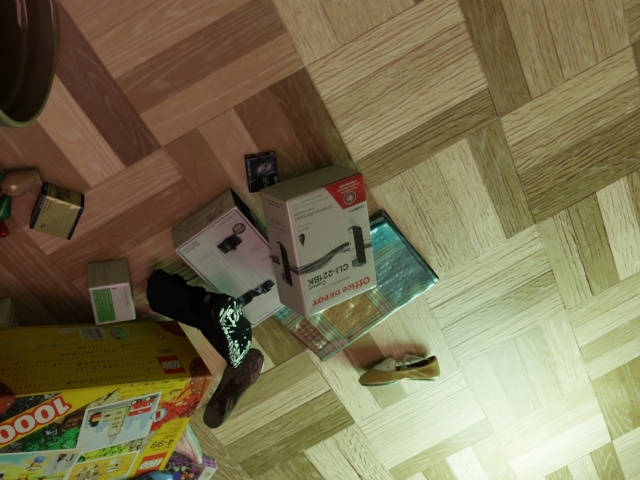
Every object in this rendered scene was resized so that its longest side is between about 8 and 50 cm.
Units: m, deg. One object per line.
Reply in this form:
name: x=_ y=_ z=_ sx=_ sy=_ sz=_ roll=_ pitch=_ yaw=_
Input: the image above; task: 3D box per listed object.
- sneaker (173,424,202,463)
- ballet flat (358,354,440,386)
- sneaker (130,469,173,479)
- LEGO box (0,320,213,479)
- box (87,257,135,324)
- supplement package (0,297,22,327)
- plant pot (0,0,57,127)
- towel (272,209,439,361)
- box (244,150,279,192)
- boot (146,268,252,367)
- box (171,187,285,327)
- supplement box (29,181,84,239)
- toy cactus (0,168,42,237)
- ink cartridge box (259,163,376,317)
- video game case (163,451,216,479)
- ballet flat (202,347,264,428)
sneaker: x=-0.357 y=0.535 z=1.910 sx=0.070 sy=0.051 sz=0.134 roll=-19 pitch=122 yaw=-2
ballet flat: x=0.208 y=0.341 z=1.953 sx=0.232 sy=0.080 sz=0.073 roll=-1 pitch=94 yaw=-19
sneaker: x=-0.417 y=0.581 z=1.656 sx=0.209 sy=0.082 sz=0.069 roll=-2 pitch=127 yaw=-45
LEGO box: x=-0.539 y=0.375 z=1.559 sx=0.500 sy=0.193 sz=0.372 roll=3 pitch=125 yaw=-45
box: x=-0.448 y=0.109 z=1.576 sx=0.087 sy=0.102 sz=0.101 roll=-9 pitch=123 yaw=-14
supplement package: x=-0.697 y=0.230 z=1.577 sx=0.105 sy=0.105 sz=0.179 roll=-12 pitch=124 yaw=-8
plant pot: x=-0.603 y=-0.344 z=1.145 sx=0.280 sy=0.323 sz=0.323 roll=3 pitch=122 yaw=2
towel: x=0.080 y=0.125 z=1.783 sx=0.370 sy=0.040 sz=0.271 roll=-38 pitch=124 yaw=9
box: x=-0.124 y=-0.145 z=1.560 sx=0.067 sy=0.018 sz=0.083 roll=-9 pitch=124 yaw=-10
boot: x=-0.271 y=0.170 z=1.638 sx=0.094 sy=0.207 sz=0.246 roll=-58 pitch=154 yaw=-30
box: x=-0.174 y=0.045 z=1.626 sx=0.169 sy=0.087 sz=0.290 roll=-36 pitch=124 yaw=7
supplement box: x=-0.528 y=-0.059 z=1.471 sx=0.083 sy=0.056 sz=0.083 roll=19 pitch=115 yaw=-27
toy cactus: x=-0.628 y=-0.097 z=1.402 sx=0.180 sy=0.112 sz=0.219 roll=-19 pitch=117 yaw=-16
ink cartridge box: x=0.000 y=0.000 z=1.571 sx=0.197 sy=0.114 sz=0.273 roll=-22 pitch=118 yaw=-28
video game case: x=-0.428 y=0.642 z=1.960 sx=0.232 sy=0.042 sz=0.210 roll=24 pitch=113 yaw=-28
ballet flat: x=-0.216 y=0.367 z=1.845 sx=0.084 sy=0.058 sz=0.250 roll=33 pitch=106 yaw=6
